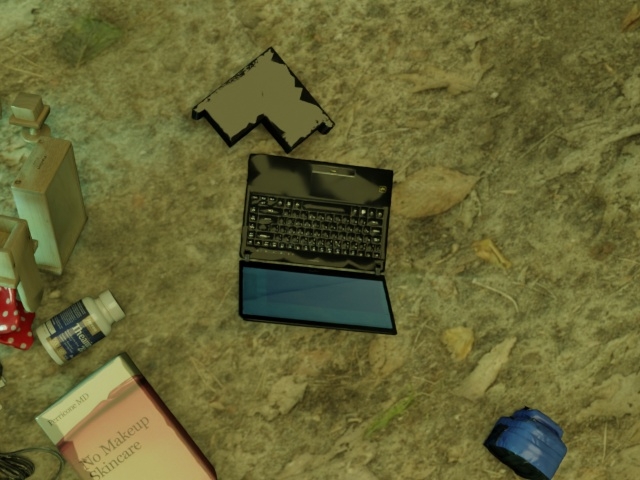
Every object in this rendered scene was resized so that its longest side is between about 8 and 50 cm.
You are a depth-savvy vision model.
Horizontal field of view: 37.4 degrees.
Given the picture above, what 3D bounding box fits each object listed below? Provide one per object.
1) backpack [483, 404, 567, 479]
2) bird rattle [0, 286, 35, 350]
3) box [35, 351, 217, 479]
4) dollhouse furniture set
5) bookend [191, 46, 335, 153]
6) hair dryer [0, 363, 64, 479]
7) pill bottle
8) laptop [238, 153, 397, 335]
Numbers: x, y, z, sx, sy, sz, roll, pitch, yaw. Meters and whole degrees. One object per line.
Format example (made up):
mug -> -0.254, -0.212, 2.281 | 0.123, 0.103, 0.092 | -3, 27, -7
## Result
backpack -> 0.321, 0.311, 1.457 | 0.098, 0.120, 0.101 | 33, 81, -4
bird rattle -> -0.541, 0.136, 1.334 | 0.254, 0.143, 0.206 | 18, 70, -18
box -> -0.275, 0.296, 1.362 | 0.149, 0.127, 0.232 | -38, 92, -10
dollhouse furniture set -> -0.533, -0.063, 1.336 | 0.356, 0.173, 0.303 | 10, 49, 5
bookend -> -0.089, -0.186, 1.459 | 0.156, 0.072, 0.157 | -41, 93, -9
hair dryer -> -0.541, 0.321, 1.343 | 0.294, 0.080, 0.223 | -29, 91, -10
pill bottle -> -0.351, 0.125, 1.394 | 0.120, 0.067, 0.067 | -34, 91, -10
laptop -> 0.000, 0.000, 1.425 | 0.234, 0.136, 0.264 | 7, 84, -9
